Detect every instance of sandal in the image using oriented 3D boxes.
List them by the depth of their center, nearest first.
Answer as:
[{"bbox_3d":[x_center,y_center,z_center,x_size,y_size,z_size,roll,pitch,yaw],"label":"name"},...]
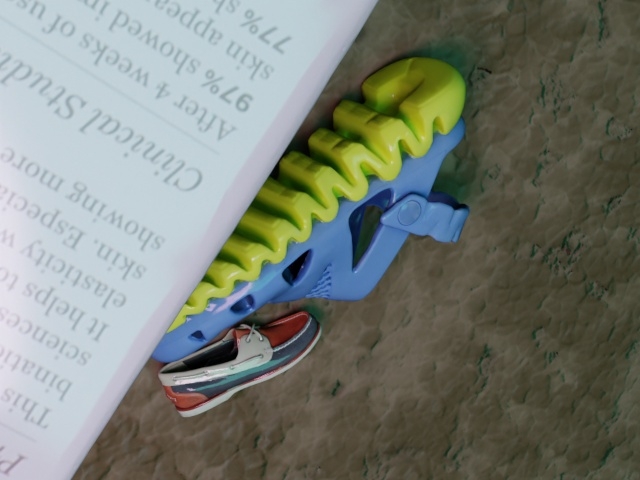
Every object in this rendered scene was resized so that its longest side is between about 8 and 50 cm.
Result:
[{"bbox_3d":[0.000,0.000,0.942,0.317,0.126,0.138,-34,122,-7],"label":"sandal"}]

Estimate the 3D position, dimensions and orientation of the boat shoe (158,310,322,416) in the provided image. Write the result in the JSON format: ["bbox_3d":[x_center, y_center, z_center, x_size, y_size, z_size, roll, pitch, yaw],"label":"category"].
[{"bbox_3d":[-0.064,0.091,0.988,0.137,0.049,0.043,-28,115,-6],"label":"boat shoe"}]

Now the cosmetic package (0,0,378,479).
[{"bbox_3d":[-0.204,-0.124,0.668,0.329,0.327,0.393,33,94,-20],"label":"cosmetic package"}]
